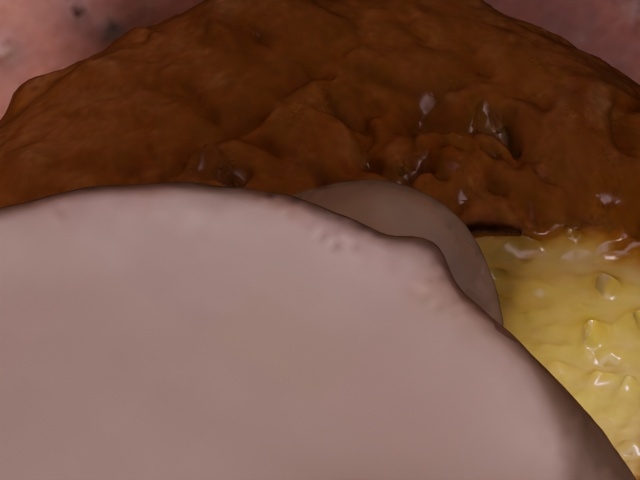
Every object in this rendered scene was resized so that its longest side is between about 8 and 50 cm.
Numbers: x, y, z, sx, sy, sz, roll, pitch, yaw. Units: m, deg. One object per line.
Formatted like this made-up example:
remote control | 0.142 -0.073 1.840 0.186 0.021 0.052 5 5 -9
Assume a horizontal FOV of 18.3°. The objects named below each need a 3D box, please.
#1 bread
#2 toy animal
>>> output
bread | 0.000 0.000 0.597 0.229 0.139 0.143 1 131 -3
toy animal | -0.057 0.115 0.493 0.271 0.206 0.265 -36 155 -16
